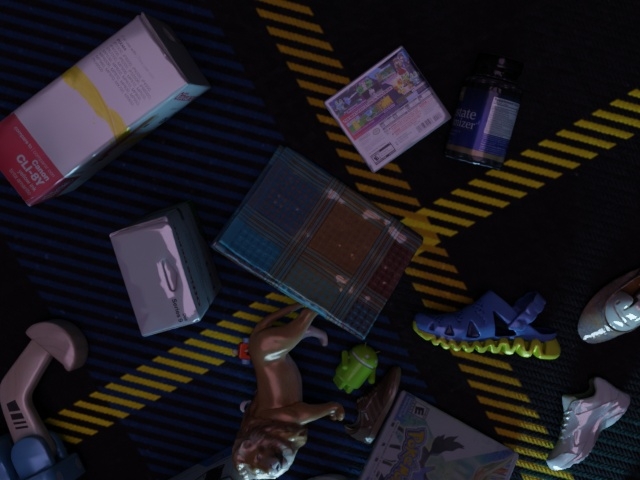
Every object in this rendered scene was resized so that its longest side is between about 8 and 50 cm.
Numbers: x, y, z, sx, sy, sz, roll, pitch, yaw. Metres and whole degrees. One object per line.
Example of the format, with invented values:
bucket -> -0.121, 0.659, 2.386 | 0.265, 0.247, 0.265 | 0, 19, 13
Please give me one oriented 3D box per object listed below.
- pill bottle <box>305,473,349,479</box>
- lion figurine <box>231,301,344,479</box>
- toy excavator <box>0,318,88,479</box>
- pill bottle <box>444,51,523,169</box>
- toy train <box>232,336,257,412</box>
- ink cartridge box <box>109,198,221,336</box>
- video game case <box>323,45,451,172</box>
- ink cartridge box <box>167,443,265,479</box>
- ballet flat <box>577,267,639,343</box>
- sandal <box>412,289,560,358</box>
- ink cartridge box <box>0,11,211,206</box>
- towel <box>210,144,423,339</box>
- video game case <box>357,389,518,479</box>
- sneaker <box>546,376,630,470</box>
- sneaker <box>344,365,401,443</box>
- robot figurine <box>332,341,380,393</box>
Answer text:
pill bottle -> 0.028, 0.659, 1.819 | 0.146, 0.146, 0.264 | -14, 99, 4
lion figurine -> -0.084, 0.294, 1.744 | 0.240, 0.142, 0.392 | -6, 85, -13
toy excavator -> -0.642, 0.446, 1.789 | 0.433, 0.222, 0.445 | -27, 88, 4
pill bottle -> 0.336, -0.261, 1.681 | 0.123, 0.123, 0.219 | 14, 98, 0
toy train -> -0.135, 0.286, 1.805 | 0.125, 0.046, 0.166 | -2, 98, -20
ink cartridge box -> -0.301, 0.046, 1.662 | 0.121, 0.289, 0.211 | -16, 98, 4
video game case -> 0.139, -0.272, 1.736 | 0.201, 0.023, 0.183 | -35, 96, 7
ink cartridge box -> -0.247, 0.576, 1.732 | 0.223, 0.307, 0.129 | -29, 97, 5
ballet flat -> 0.675, 0.109, 1.736 | 0.316, 0.106, 0.107 | -42, 95, 7
sandal -> 0.351, 0.168, 1.755 | 0.317, 0.126, 0.138 | 4, 95, -7
ink cartridge box -> -0.424, -0.253, 1.624 | 0.385, 0.279, 0.160 | -36, 97, 7
towel -> 0.000, 0.000, 1.723 | 0.370, 0.040, 0.271 | 33, 75, -2
video game case -> 0.233, 0.535, 1.778 | 0.300, 0.036, 0.329 | 29, 71, -3
sneaker -> 0.553, 0.389, 1.801 | 0.115, 0.090, 0.232 | 40, 89, 2
sneaker -> 0.114, 0.352, 1.809 | 0.071, 0.066, 0.188 | 23, 98, -1
robot figurine -> 0.078, 0.273, 1.797 | 0.101, 0.067, 0.115 | 34, 99, -31
